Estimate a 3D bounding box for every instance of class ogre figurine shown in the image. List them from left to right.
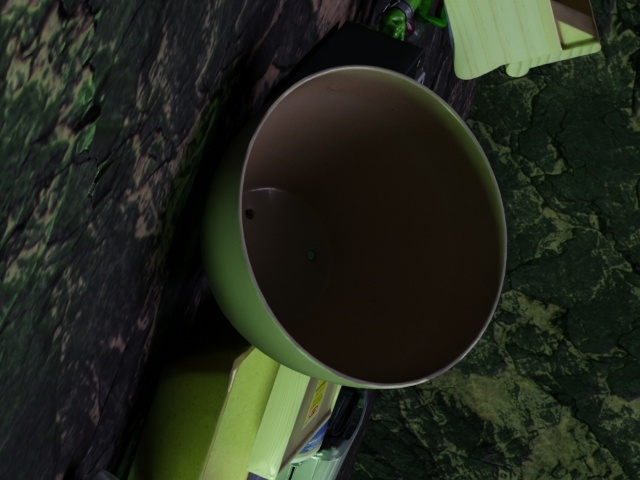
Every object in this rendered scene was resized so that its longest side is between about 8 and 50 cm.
[{"bbox_3d":[0.097,-0.265,1.805,0.118,0.097,0.197,-56,158,-9],"label":"ogre figurine"}]

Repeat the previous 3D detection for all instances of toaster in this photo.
[{"bbox_3d":[-0.014,0.293,2.318,0.227,0.129,0.146,-62,172,-53],"label":"toaster"}]

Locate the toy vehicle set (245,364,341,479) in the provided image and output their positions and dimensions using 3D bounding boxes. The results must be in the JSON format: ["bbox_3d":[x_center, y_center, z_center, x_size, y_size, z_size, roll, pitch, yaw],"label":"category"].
[{"bbox_3d":[-0.009,0.160,1.764,0.267,0.035,0.166,-32,142,-74],"label":"toy vehicle set"}]

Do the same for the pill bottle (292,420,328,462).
[{"bbox_3d":[-0.034,0.187,1.978,0.112,0.112,0.187,-58,165,-53],"label":"pill bottle"}]

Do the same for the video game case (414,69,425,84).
[{"bbox_3d":[0.091,-0.129,2.309,0.285,0.025,0.204,-52,160,-63],"label":"video game case"}]

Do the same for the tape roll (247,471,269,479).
[{"bbox_3d":[-0.132,0.346,1.850,0.189,0.080,0.189,21,90,-82],"label":"tape roll"}]

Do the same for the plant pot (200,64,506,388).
[{"bbox_3d":[0.000,0.000,1.394,0.191,0.284,0.284,-15,-136,55],"label":"plant pot"}]

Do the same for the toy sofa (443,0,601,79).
[{"bbox_3d":[0.198,-0.363,1.727,0.362,0.177,0.150,65,16,-47],"label":"toy sofa"}]

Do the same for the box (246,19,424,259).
[{"bbox_3d":[0.011,-0.101,1.621,0.261,0.103,0.184,-54,166,-60],"label":"box"}]

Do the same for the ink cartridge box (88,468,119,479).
[{"bbox_3d":[-0.239,0.323,1.294,0.232,0.066,0.189,-42,161,-23],"label":"ink cartridge box"}]

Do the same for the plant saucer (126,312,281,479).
[{"bbox_3d":[-0.126,0.216,1.558,0.333,0.081,0.333,-43,152,-75],"label":"plant saucer"}]
